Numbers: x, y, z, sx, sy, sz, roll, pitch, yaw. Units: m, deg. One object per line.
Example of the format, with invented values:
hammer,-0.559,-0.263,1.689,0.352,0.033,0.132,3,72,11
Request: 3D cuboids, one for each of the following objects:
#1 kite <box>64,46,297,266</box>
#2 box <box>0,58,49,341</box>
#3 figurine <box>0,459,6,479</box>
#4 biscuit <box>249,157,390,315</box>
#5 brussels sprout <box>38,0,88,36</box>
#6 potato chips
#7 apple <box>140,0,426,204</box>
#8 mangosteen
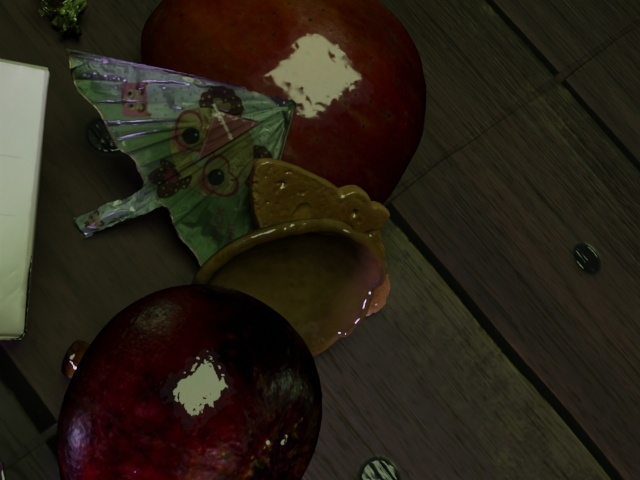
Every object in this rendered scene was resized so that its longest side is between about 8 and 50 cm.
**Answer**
kite,-0.141,-0.078,0.717,0.267,0.013,0.323,-32,105,4
box,-0.355,-0.040,0.594,0.203,0.106,0.252,5,83,-22
figurine,-0.394,0.206,0.422,0.361,0.211,0.253,-11,69,-31
biscuit,0.000,0.000,0.757,0.162,0.035,0.250,-41,126,-4
brussels sprout,-0.306,-0.285,0.814,0.058,0.085,0.085,-13,70,-23
potato chips,-0.038,0.046,0.712,0.208,0.195,0.062,-31,39,-2
apple,-0.039,-0.199,0.867,0.364,0.295,0.329,36,17,-5
mangosteen,-0.134,0.147,0.604,0.261,0.236,0.235,16,45,35
